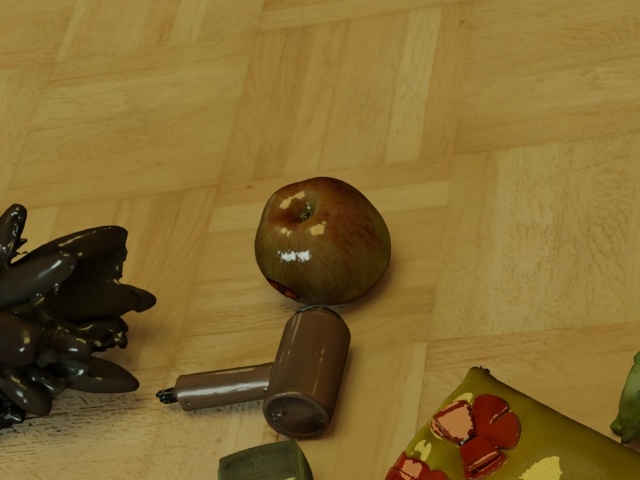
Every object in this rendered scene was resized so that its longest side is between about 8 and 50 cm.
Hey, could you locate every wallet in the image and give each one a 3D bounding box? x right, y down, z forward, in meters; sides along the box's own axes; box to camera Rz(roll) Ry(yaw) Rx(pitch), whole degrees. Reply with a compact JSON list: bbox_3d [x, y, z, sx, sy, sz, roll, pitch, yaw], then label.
[{"bbox_3d":[0.172,0.199,1.559,0.241,0.067,0.141,25,61,40],"label":"wallet"}]

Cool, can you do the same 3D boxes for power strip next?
[{"bbox_3d":[-0.038,0.272,1.580,0.078,0.052,0.272,-15,41,8],"label":"power strip"}]

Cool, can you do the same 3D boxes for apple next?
[{"bbox_3d":[0.003,-0.002,1.819,0.126,0.102,0.126,-12,42,11],"label":"apple"}]

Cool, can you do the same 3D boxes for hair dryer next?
[{"bbox_3d":[-0.065,0.124,1.751,0.182,0.064,0.117,-9,41,22],"label":"hair dryer"}]

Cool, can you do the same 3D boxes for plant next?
[{"bbox_3d":[-0.321,0.091,1.819,0.321,0.194,0.181,-11,54,19],"label":"plant"}]

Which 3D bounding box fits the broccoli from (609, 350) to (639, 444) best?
[{"bbox_3d":[0.382,0.021,1.565,0.302,0.186,0.254,-1,54,14],"label":"broccoli"}]
